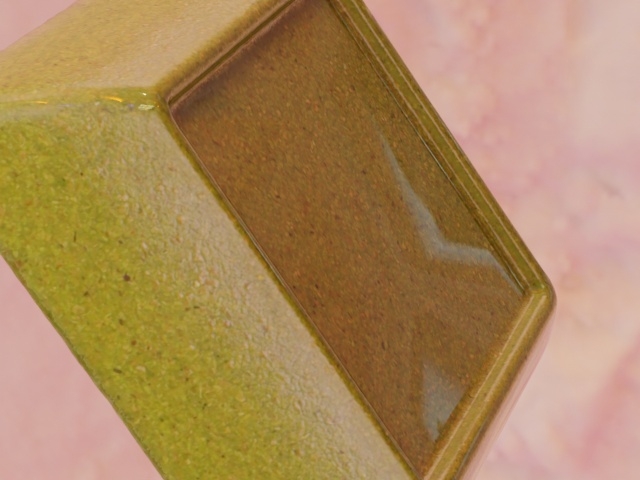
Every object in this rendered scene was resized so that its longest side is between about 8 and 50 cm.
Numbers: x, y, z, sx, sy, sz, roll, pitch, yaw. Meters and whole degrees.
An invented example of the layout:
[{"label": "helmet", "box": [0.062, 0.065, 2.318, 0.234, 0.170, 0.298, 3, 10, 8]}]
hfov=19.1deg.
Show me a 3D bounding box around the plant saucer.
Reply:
[{"label": "plant saucer", "box": [0.000, 0.000, 0.538, 0.188, 0.045, 0.188, 55, 31, -9]}]
